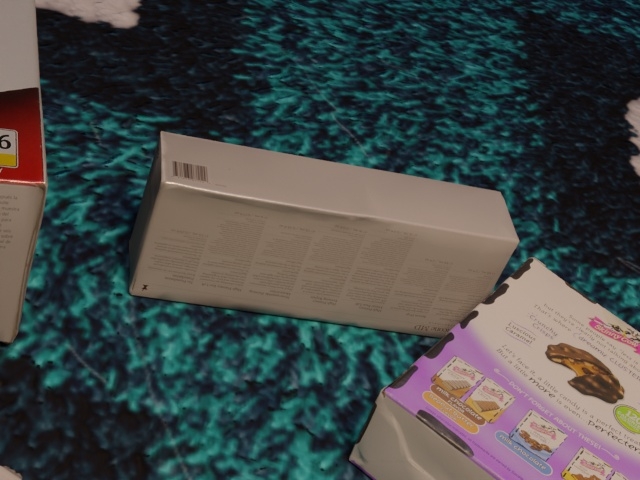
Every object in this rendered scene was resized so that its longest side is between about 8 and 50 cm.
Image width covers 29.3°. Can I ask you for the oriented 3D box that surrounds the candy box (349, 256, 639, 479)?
[{"bbox_3d":[0.143,0.117,0.764,0.165,0.070,0.196,36,40,18],"label":"candy box"}]

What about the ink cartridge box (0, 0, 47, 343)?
[{"bbox_3d":[-0.332,-0.086,0.724,0.310,0.130,0.271,5,40,-21],"label":"ink cartridge box"}]

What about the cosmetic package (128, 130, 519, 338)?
[{"bbox_3d":[0.000,0.000,0.812,0.239,0.098,0.060,10,37,-17],"label":"cosmetic package"}]

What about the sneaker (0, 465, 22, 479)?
[{"bbox_3d":[-0.265,0.128,0.554,0.281,0.105,0.115,13,72,-18],"label":"sneaker"}]
